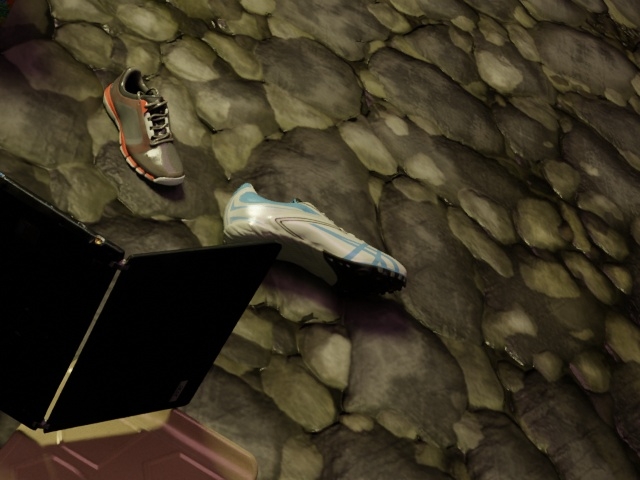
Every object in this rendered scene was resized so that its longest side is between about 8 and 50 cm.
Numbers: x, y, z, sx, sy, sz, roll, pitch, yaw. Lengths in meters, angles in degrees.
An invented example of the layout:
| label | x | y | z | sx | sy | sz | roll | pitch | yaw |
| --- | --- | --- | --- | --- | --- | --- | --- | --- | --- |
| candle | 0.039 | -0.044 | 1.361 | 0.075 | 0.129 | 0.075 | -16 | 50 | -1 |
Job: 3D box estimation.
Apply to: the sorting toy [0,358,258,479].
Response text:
| label | x | y | z | sx | sy | sz | roll | pitch | yaw |
| --- | --- | --- | --- | --- | --- | --- | --- | --- | --- |
| sorting toy | -0.225 | 0.204 | 1.107 | 0.307 | 0.041 | 0.229 | 31 | 37 | 0 |

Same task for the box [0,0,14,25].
| label | x | y | z | sx | sy | sz | roll | pitch | yaw |
| --- | --- | --- | --- | --- | --- | --- | --- | --- | --- |
| box | -0.422 | -0.443 | 1.365 | 0.177 | 0.279 | 0.290 | -1 | 54 | -38 |

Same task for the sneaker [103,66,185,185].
| label | x | y | z | sx | sy | sz | roll | pitch | yaw |
| --- | --- | --- | --- | --- | --- | --- | --- | --- | --- |
| sneaker | -0.199 | -0.134 | 1.418 | 0.061 | 0.065 | 0.158 | -13 | 62 | -44 |

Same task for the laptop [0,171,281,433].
| label | x | y | z | sx | sy | sz | roll | pitch | yaw |
| --- | --- | --- | --- | --- | --- | --- | --- | --- | --- |
| laptop | -0.211 | 0.041 | 1.071 | 0.264 | 0.234 | 0.136 | 32 | 36 | 1 |

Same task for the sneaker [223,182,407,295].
| label | x | y | z | sx | sy | sz | roll | pitch | yaw |
| --- | --- | --- | --- | --- | --- | --- | --- | --- | --- |
| sneaker | 0.000 | 0.000 | 1.430 | 0.237 | 0.085 | 0.086 | 22 | 58 | -20 |
